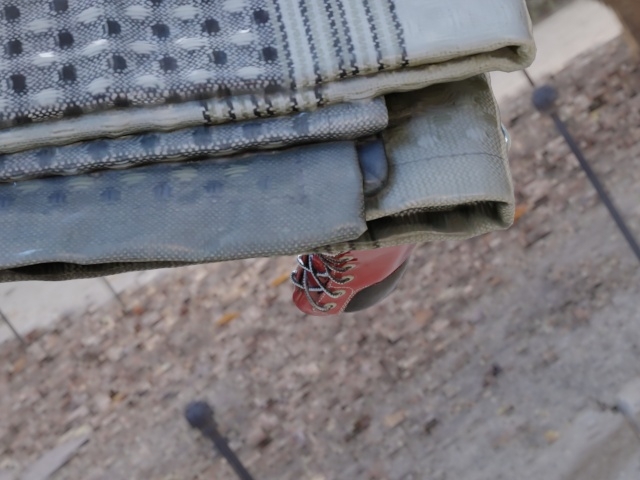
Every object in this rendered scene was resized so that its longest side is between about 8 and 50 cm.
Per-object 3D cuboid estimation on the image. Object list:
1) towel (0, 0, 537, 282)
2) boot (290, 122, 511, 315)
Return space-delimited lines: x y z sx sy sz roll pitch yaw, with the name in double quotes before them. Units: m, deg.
"towel" -0.097 -0.131 0.480 0.312 0.324 0.056 -6 -25 -7
"boot" 0.000 0.000 0.814 0.244 0.088 0.176 -15 -31 -50
